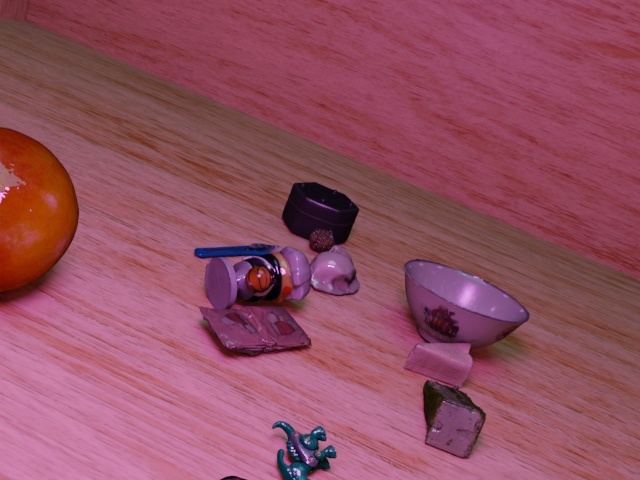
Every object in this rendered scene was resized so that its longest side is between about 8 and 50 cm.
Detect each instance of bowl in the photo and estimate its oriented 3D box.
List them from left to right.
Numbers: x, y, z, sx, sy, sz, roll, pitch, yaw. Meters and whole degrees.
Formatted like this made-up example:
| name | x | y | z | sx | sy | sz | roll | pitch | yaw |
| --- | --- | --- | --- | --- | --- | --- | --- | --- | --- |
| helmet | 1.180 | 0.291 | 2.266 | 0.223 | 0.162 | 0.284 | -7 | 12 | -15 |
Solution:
| name | x | y | z | sx | sy | sz | roll | pitch | yaw |
| --- | --- | --- | --- | --- | --- | --- | --- | --- | --- |
| bowl | 0.345 | 0.189 | 1.592 | 0.337 | 0.157 | 0.337 | 18 | 15 | -5 |

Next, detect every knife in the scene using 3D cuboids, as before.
| name | x | y | z | sx | sy | sz | roll | pitch | yaw |
| --- | --- | --- | --- | --- | --- | --- | --- | --- | --- |
| knife | -0.211 | 0.028 | 1.660 | 0.296 | 0.026 | 0.044 | -2 | 43 | -47 |

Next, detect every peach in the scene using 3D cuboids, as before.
| name | x | y | z | sx | sy | sz | roll | pitch | yaw |
| --- | --- | --- | --- | --- | --- | --- | --- | --- | --- |
| peach | -0.603 | -0.048 | 1.127 | 0.308 | 0.308 | 0.332 | 14 | 36 | -18 |

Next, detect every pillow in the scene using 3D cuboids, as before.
| name | x | y | z | sx | sy | sz | roll | pitch | yaw |
| --- | --- | --- | --- | --- | --- | --- | --- | --- | --- |
| pillow | -0.133 | 0.189 | 1.308 | 0.248 | 0.049 | 0.135 | 5 | 27 | -46 |

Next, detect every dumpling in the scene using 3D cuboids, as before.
| name | x | y | z | sx | sy | sz | roll | pitch | yaw |
| --- | --- | --- | --- | --- | --- | --- | --- | --- | --- |
| dumpling | 0.046 | 0.086 | 1.686 | 0.150 | 0.092 | 0.176 | 36 | 16 | 0 |

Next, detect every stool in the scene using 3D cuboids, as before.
| name | x | y | z | sx | sy | sz | roll | pitch | yaw |
| --- | --- | --- | --- | --- | --- | --- | --- | --- | --- |
| stool | -0.001 | -0.091 | 1.988 | 0.232 | 0.141 | 0.232 | 18 | 20 | -7 |

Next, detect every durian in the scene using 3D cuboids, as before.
| name | x | y | z | sx | sy | sz | roll | pitch | yaw |
| --- | --- | --- | --- | --- | --- | --- | --- | --- | --- |
| durian | 0.000 | 0.000 | 1.859 | 0.080 | 0.080 | 0.091 | 33 | 18 | 28 |

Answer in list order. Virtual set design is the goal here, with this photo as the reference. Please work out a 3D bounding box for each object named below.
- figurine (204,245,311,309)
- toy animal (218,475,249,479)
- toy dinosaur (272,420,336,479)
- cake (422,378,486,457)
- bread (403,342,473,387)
| name | x | y | z | sx | sy | sz | roll | pitch | yaw |
| --- | --- | --- | --- | --- | --- | --- | --- | --- | --- |
| figurine | -0.126 | 0.084 | 1.414 | 0.236 | 0.133 | 0.176 | -5 | 1 | -40 |
| toy animal | -0.169 | 0.354 | 0.731 | 0.197 | 0.160 | 0.272 | -2 | -7 | -33 |
| toy dinosaur | -0.034 | 0.346 | 1.010 | 0.096 | 0.059 | 0.132 | -6 | 42 | -41 |
| cake | 0.261 | 0.360 | 1.286 | 0.100 | 0.099 | 0.235 | 20 | 0 | 1 |
| bread | 0.275 | 0.270 | 1.451 | 0.152 | 0.077 | 0.105 | 23 | 25 | -4 |
